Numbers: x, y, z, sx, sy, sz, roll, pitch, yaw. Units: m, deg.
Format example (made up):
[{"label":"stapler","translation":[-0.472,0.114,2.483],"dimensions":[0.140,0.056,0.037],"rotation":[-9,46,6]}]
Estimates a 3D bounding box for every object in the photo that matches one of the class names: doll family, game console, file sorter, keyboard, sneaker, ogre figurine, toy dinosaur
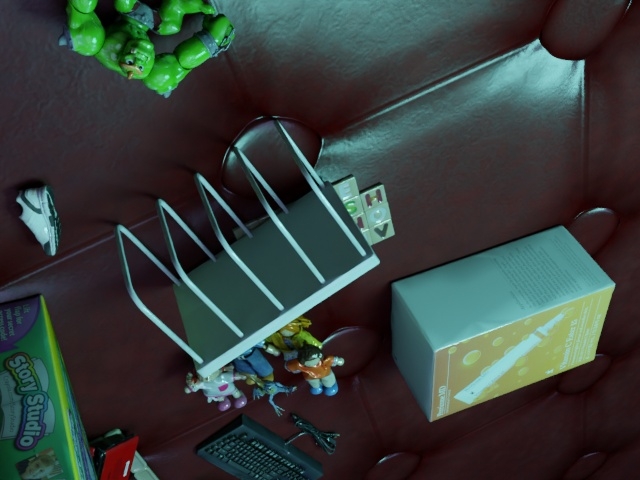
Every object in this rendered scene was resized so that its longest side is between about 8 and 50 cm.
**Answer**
[{"label":"doll family","translation":[-0.096,0.182,1.358],"dimensions":[0.263,0.118,0.163],"rotation":[-11,144,6]},{"label":"game console","translation":[-0.393,0.382,1.417],"dimensions":[0.124,0.085,0.144],"rotation":[-21,138,-50]},{"label":"file sorter","translation":[-0.105,0.001,1.097],"dimensions":[0.278,0.193,0.173],"rotation":[-33,130,4]},{"label":"keyboard","translation":[-0.081,0.415,1.628],"dimensions":[0.202,0.033,0.317],"rotation":[-36,138,7]},{"label":"sneaker","translation":[-0.357,-0.026,1.056],"dimensions":[0.044,0.040,0.109],"rotation":[-2,129,-5]},{"label":"ogre figurine","translation":[-0.196,-0.233,0.905],"dimensions":[0.197,0.097,0.118],"rotation":[18,103,-56]},{"label":"toy dinosaur","translation":[-0.072,0.227,1.301],"dimensions":[0.047,0.090,0.082],"rotation":[-37,171,16]}]

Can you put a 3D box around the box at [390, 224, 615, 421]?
[{"label":"box","translation":[0.315,0.146,1.484],"dimensions":[0.345,0.168,0.215],"rotation":[-18,137,-12]}]

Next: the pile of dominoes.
[{"label":"pile of dominoes","translation":[-0.399,0.442,1.492],"dimensions":[0.196,0.040,0.251],"rotation":[-25,129,-4]}]

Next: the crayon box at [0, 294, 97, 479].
[{"label":"crayon box","translation":[-0.369,0.313,1.124],"dimensions":[0.106,0.363,0.313],"rotation":[-15,135,-15]}]

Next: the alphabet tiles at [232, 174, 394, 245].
[{"label":"alphabet tiles","translation":[0.000,0.000,1.291],"dimensions":[0.237,0.009,0.198],"rotation":[-24,137,-5]}]
